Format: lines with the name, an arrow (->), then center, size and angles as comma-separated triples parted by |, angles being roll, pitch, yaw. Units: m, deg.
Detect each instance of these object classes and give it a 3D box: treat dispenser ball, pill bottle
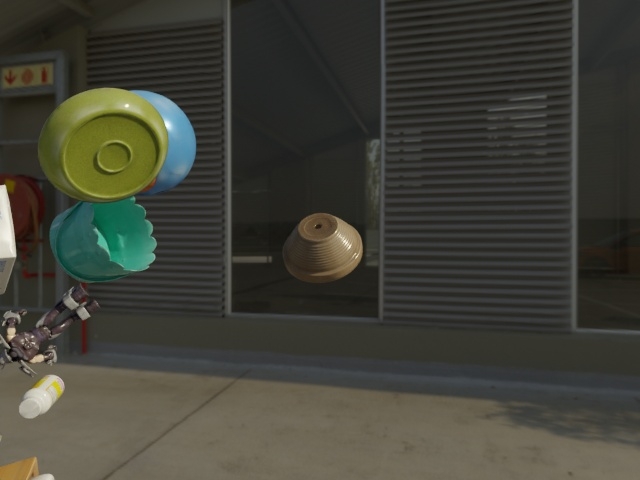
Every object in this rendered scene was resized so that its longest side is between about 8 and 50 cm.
treat dispenser ball -> -0.497, -0.271, 1.342 | 0.287, 0.289, 0.288 | 0, 0, 0
pill bottle -> -0.442, 0.248, 0.755 | 0.043, 0.044, 0.083 | 0, 6, -9

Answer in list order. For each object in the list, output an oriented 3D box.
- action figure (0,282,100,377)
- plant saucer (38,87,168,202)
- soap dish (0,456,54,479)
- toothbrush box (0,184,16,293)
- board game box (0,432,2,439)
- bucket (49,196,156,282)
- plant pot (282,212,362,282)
action figure -> -0.753, 0.245, 1.307 | 0.099, 0.186, 0.285 | 14, 46, 46
plant saucer -> -0.399, -0.167, 0.910 | 0.240, 0.241, 0.037 | 0, 34, -45
soap dish -> -0.533, 0.535, 0.783 | 0.118, 0.291, 0.229 | 11, 35, -12
toothbrush box -> -0.637, 0.018, 0.706 | 0.295, 0.126, 0.216 | -6, -17, -39
board game box -> -0.978, 0.427, 1.258 | 0.056, 0.347, 0.208 | -35, 13, -21
bucket -> -0.666, -0.008, 1.468 | 0.182, 0.282, 0.281 | -20, -5, 16
plant pot -> 0.000, 0.000, 1.378 | 0.237, 0.110, 0.238 | -6, 44, 6
